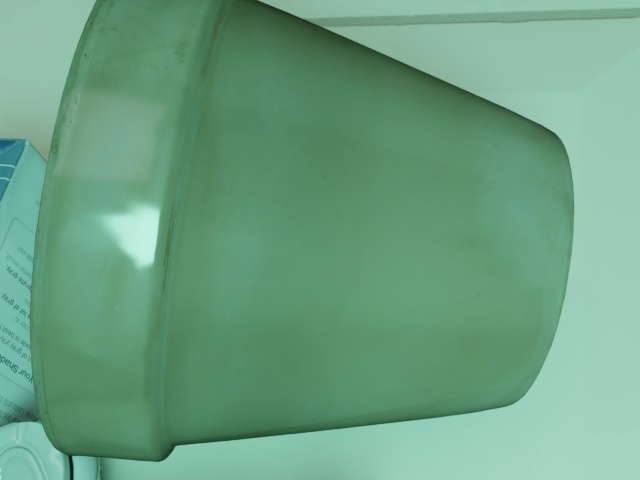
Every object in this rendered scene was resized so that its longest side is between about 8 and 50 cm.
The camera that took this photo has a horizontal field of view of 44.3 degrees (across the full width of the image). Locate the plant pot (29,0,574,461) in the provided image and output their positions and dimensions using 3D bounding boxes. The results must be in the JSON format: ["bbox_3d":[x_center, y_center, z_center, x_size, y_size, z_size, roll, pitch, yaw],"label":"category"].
[{"bbox_3d":[0.000,0.000,0.527,0.281,0.323,0.323,10,62,-1],"label":"plant pot"}]

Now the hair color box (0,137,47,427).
[{"bbox_3d":[-0.275,0.112,0.572,0.105,0.174,0.347,4,61,15],"label":"hair color box"}]

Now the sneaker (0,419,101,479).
[{"bbox_3d":[-0.187,0.240,0.537,0.090,0.095,0.234,5,81,10],"label":"sneaker"}]
